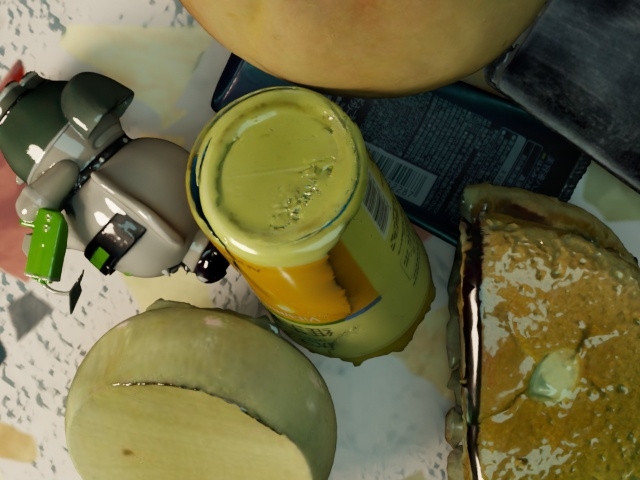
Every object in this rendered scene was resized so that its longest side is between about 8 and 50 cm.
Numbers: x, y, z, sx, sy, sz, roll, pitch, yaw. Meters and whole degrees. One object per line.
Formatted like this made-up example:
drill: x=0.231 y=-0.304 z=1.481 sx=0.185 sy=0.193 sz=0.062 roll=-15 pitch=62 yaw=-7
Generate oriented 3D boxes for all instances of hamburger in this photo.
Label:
hamburger: x=0.175 y=0.099 z=1.233 sx=0.192 sy=0.167 sz=0.288 roll=-3 pitch=106 yaw=-9

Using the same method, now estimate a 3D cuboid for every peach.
peach: x=0.022 y=-0.234 z=1.109 sx=0.247 sy=0.292 sz=0.292 roll=2 pitch=103 yaw=38

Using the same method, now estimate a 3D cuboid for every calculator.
calculator: x=0.244 y=-0.114 z=1.239 sx=0.261 sy=0.021 sz=0.161 roll=33 pitch=95 yaw=-32

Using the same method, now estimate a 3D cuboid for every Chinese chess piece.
Chinese chess piece: x=-0.082 y=0.128 z=1.224 sx=0.188 sy=0.083 sz=0.188 roll=8 pitch=135 yaw=8

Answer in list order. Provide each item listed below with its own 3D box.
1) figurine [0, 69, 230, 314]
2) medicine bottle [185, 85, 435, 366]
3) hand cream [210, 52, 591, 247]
figurine: x=-0.140 y=-0.035 z=1.206 sx=0.192 sy=0.147 sz=0.126 roll=36 pitch=109 yaw=2
medicine bottle: x=0.000 y=0.000 z=1.177 sx=0.124 sy=0.239 sz=0.124 roll=-6 pitch=65 yaw=13
hand cream: x=0.060 y=-0.074 z=1.257 sx=0.270 sy=0.061 sz=0.120 roll=25 pitch=98 yaw=-14
